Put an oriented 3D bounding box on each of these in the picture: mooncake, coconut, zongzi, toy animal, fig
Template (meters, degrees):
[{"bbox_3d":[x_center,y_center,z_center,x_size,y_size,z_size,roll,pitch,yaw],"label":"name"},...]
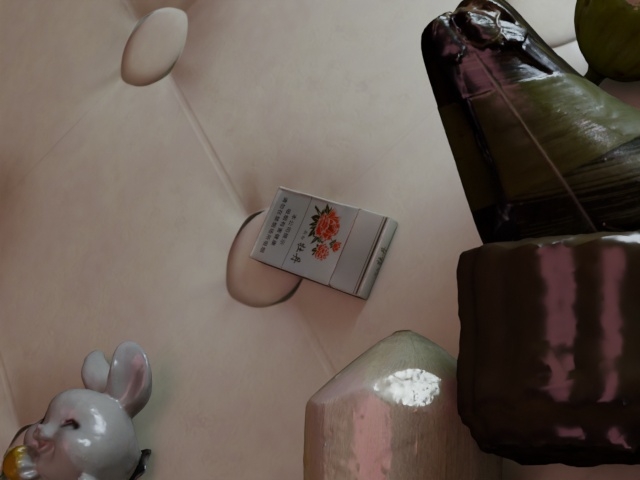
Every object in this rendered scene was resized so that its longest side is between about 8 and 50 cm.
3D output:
[{"bbox_3d":[0.273,0.105,0.847,0.324,0.324,0.187,-6,74,34],"label":"mooncake"},{"bbox_3d":[0.087,0.211,1.005,0.224,0.224,0.234,-14,57,31],"label":"coconut"},{"bbox_3d":[0.285,-0.143,1.006,0.318,0.154,0.289,-15,102,18],"label":"zongzi"},{"bbox_3d":[-0.337,0.297,1.316,0.208,0.154,0.325,-18,38,53],"label":"toy animal"},{"bbox_3d":[0.347,-0.227,1.068,0.142,0.186,0.148,-8,64,-16],"label":"fig"}]

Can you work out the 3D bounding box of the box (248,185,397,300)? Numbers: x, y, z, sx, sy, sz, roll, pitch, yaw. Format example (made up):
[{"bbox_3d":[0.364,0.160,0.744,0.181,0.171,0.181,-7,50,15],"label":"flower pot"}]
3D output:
[{"bbox_3d":[0.000,-0.001,1.269,0.198,0.029,0.109,18,82,40],"label":"box"}]
